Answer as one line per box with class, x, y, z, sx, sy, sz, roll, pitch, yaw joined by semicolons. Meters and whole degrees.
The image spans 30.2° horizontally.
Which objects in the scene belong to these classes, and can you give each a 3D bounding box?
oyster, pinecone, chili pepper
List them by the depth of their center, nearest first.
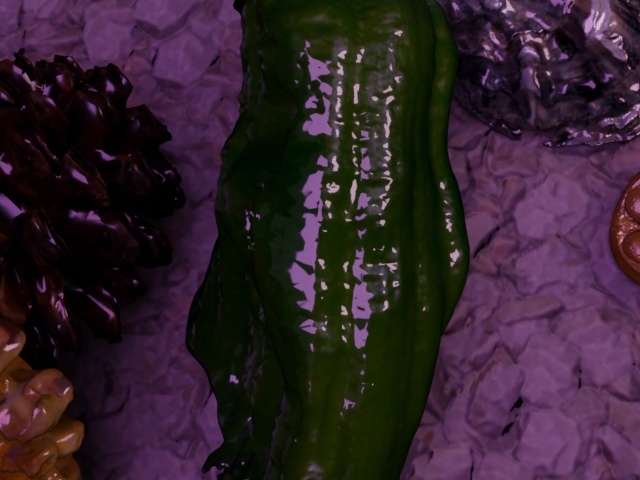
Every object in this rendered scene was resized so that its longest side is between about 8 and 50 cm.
chili pepper;0.009;0.001;0.778;0.167;0.213;0.385;6;87;-11
pinecone;-0.192;-0.031;0.815;0.221;0.221;0.222;-2;79;10
oyster;0.143;-0.174;0.856;0.199;0.087;0.252;-24;88;5

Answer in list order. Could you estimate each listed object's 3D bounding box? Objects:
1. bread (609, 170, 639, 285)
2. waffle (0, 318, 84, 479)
bread;0.256;-0.007;0.820;0.110;0.024;0.110;-2;78;9
waffle;-0.270;0.086;0.786;0.309;0.283;0.065;37;56;2
